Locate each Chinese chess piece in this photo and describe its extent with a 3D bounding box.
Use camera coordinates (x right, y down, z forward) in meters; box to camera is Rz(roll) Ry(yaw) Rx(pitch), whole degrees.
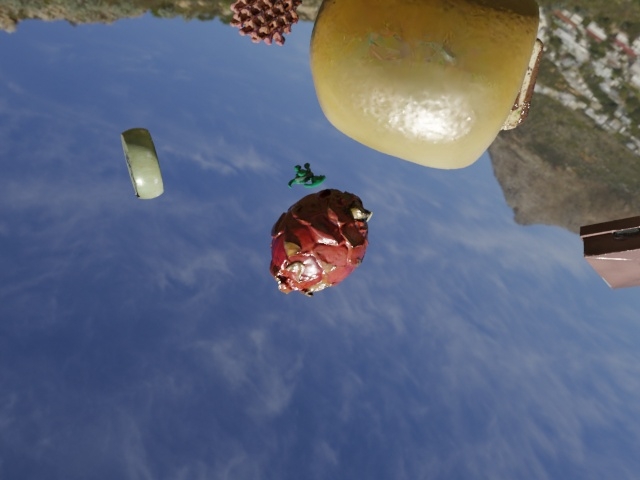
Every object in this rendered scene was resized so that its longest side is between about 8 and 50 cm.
[{"bbox_3d":[-0.362,-0.155,1.134,0.058,0.144,0.144,-15,-132,-20],"label":"Chinese chess piece"}]

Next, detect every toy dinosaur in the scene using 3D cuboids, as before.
[{"bbox_3d":[-0.053,-0.215,1.942,0.132,0.059,0.096,-22,-129,-12],"label":"toy dinosaur"}]

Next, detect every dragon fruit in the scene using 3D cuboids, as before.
[{"bbox_3d":[0.000,0.000,1.623,0.277,0.342,0.278,44,-159,-22],"label":"dragon fruit"}]

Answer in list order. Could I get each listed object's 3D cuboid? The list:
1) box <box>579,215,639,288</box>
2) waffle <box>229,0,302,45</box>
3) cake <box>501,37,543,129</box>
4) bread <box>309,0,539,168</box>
[{"bbox_3d":[0.760,0.029,1.325,0.215,0.215,0.086,33,-123,-38],"label":"box"},{"bbox_3d":[-0.155,-0.687,1.640,0.234,0.221,0.055,5,-157,-41],"label":"waffle"},{"bbox_3d":[0.465,-0.361,1.351,0.112,0.246,0.135,-20,-99,-13],"label":"cake"},{"bbox_3d":[0.170,-0.322,1.002,0.375,0.348,0.253,23,-163,5],"label":"bread"}]
